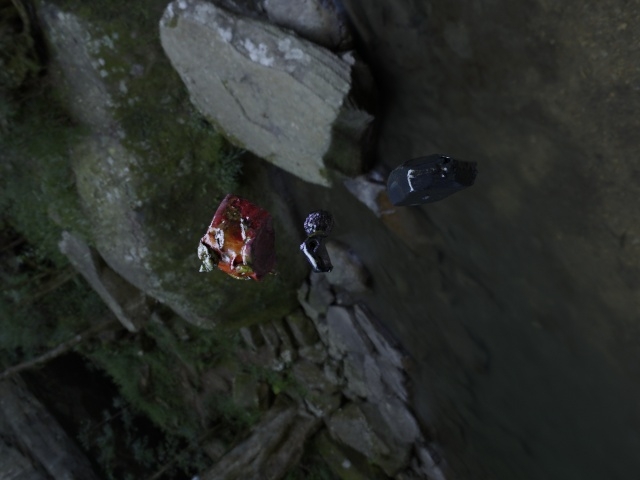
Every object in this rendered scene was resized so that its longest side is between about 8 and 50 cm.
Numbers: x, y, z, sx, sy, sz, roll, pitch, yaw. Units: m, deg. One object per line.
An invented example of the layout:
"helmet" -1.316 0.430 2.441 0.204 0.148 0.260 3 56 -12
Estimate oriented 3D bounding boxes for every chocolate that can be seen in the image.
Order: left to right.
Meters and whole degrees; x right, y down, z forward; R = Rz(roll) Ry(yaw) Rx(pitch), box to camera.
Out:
"chocolate" -0.003 -0.002 1.158 0.072 0.070 0.147 20 -150 -15

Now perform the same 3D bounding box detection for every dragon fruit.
"dragon fruit" -0.121 0.017 0.851 0.102 0.096 0.147 15 141 12

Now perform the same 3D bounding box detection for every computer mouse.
"computer mouse" 0.179 -0.106 0.994 0.217 0.122 0.073 152 109 -81
